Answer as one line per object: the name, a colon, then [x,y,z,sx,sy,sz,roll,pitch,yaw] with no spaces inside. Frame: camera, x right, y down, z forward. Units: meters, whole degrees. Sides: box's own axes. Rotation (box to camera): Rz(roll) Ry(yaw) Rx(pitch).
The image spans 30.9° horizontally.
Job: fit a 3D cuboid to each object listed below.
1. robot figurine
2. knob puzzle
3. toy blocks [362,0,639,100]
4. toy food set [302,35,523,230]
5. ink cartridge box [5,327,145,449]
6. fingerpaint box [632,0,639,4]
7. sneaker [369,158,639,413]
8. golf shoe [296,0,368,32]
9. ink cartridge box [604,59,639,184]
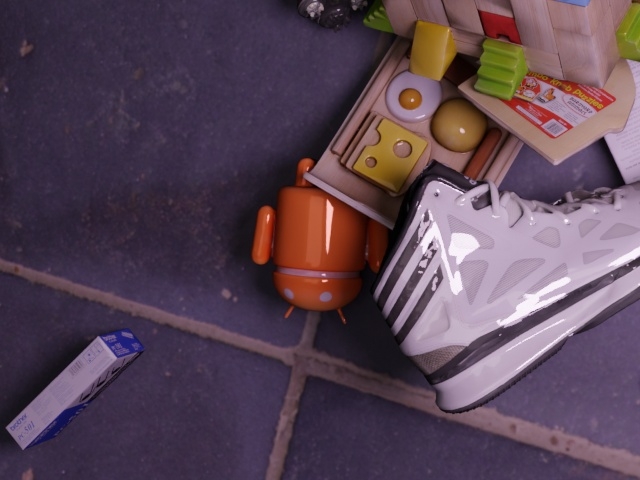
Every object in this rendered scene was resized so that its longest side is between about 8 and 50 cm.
robot figurine: [0.002,0.000,1.556,0.128,0.158,0.219,10,97,61]
knob puzzle: [0.294,-0.178,1.403,0.213,0.030,0.213,-3,48,4]
toy blocks: [0.194,-0.321,1.317,0.382,0.261,0.190,21,69,30]
toy food set: [0.145,-0.149,1.474,0.220,0.092,0.306,30,77,8]
ink cartridge box: [-0.356,0.215,1.689,0.207,0.097,0.046,-43,81,13]
fingerpaint box: [0.424,-0.511,1.355,0.371,0.163,0.444,-41,79,3]
sneaker: [0.254,-0.025,1.339,0.448,0.169,0.257,-36,92,-2]
golf shoe: [0.072,-0.394,1.513,0.273,0.105,0.120,-30,55,24]
ink cartridge box: [0.444,-0.153,1.448,0.176,0.069,0.370,-25,83,15]
